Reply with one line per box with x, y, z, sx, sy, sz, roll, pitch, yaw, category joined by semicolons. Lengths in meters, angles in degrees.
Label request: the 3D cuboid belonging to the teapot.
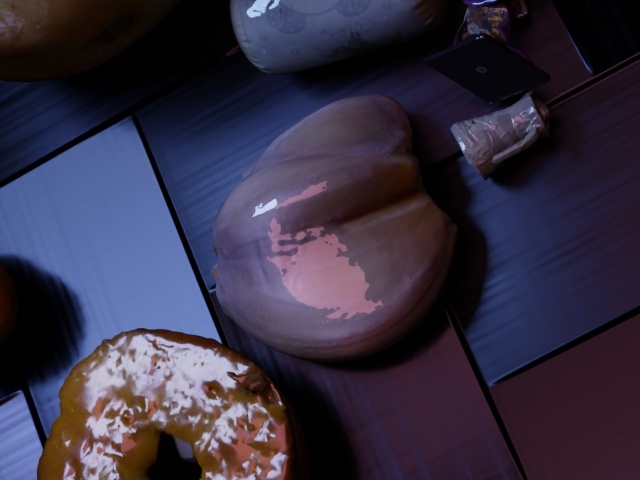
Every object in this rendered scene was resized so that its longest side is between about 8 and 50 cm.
0.161;-0.092;1.658;0.083;0.057;0.067;-30;30;5;teapot

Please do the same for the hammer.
0.008;-0.307;1.753;0.202;0.113;0.305;-12;67;16;hammer

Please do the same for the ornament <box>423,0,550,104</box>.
0.153;-0.231;1.676;0.088;0.081;0.203;-15;60;51;ornament

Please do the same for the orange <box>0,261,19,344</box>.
-0.344;0.055;1.782;0.135;0.135;0.117;25;98;25;orange

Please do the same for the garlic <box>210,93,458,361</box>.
0.000;0.000;1.674;0.228;0.110;0.217;-30;71;12;garlic

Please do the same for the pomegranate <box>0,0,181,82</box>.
-0.264;-0.316;1.751;0.342;0.342;0.342;-5;75;21;pomegranate

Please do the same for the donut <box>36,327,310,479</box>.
-0.126;0.197;1.669;0.253;0.118;0.253;-4;77;19;donut
